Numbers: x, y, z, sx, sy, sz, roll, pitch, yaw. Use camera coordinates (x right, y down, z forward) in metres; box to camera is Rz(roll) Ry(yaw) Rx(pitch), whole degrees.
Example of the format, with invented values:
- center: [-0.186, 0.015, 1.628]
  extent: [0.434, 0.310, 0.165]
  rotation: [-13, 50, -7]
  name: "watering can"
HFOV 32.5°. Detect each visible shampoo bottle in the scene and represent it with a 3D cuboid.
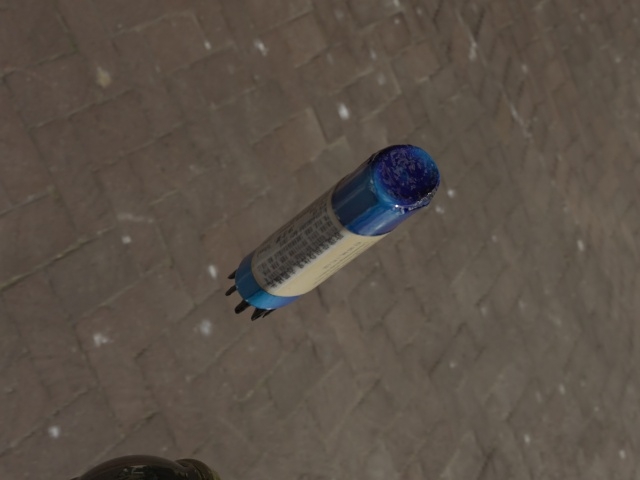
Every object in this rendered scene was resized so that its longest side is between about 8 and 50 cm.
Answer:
- center: [0.000, 0.000, 0.781]
  extent: [0.050, 0.183, 0.087]
  rotation: [55, 37, 3]
  name: "shampoo bottle"

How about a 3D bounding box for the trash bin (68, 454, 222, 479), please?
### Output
- center: [-0.141, 0.356, 1.161]
  extent: [0.334, 0.214, 0.214]
  rotation: [41, 41, -22]
  name: "trash bin"
